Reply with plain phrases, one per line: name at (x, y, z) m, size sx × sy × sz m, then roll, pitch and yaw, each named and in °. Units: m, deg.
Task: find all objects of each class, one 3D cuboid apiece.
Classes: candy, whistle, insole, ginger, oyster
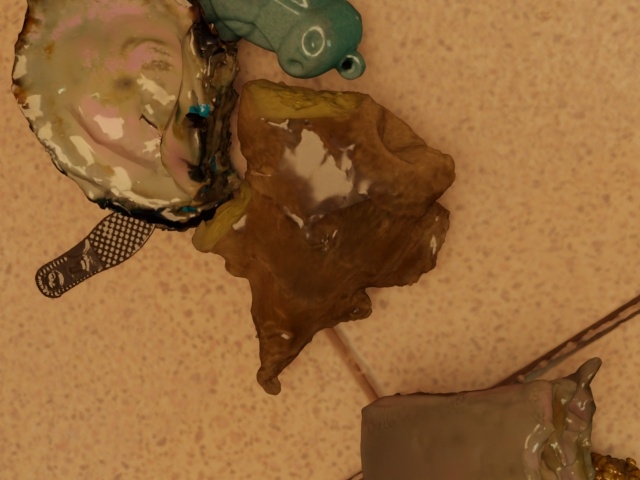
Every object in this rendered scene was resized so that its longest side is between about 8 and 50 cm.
candy at (0.135, 0.197, 1.174) m, size 0.195 × 0.137 × 0.184 m, roll -9°, pitch 81°, yaw 31°
whistle at (-0.060, -0.239, 1.223) m, size 0.274 × 0.093 × 0.186 m, roll 45°, pitch 128°, yaw 7°
insole at (-0.209, 0.010, 1.318) m, size 0.135 × 0.002 × 0.045 m, roll -31°, pitch 89°, yaw 12°
ginger at (0.000, 0.000, 1.224) m, size 0.219 × 0.123 × 0.270 m, roll 10°, pitch 116°, yaw -6°
oyster at (-0.155, -0.123, 1.238) m, size 0.198 × 0.092 × 0.259 m, roll -31°, pitch 95°, yaw 25°

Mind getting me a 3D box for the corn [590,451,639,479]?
corn at (0.221, 0.279, 1.231) m, size 0.068 × 0.068 × 0.207 m, roll 21°, pitch 100°, yaw 8°
